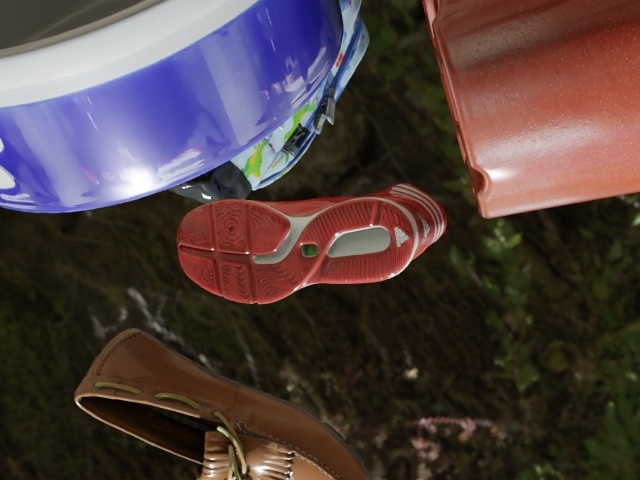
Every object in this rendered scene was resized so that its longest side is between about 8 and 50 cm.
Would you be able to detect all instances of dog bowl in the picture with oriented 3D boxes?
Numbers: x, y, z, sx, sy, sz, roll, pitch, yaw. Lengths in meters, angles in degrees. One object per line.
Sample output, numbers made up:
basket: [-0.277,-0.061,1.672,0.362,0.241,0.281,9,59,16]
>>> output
dog bowl: [-0.123,-0.138,0.663,0.265,0.104,0.265,-13,-142,10]

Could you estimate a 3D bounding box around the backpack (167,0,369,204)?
backpack: [-0.103,-0.218,1.316,0.290,0.273,0.355,19,-92,48]

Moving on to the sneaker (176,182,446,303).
sneaker: [0.000,0.000,0.901,0.221,0.087,0.128,2,-172,30]

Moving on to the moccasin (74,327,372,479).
moccasin: [-0.116,0.243,1.331,0.147,0.380,0.139,-58,178,-44]

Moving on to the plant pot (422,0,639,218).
plant pot: [0.229,-0.147,0.873,0.265,0.272,0.272,-15,-175,7]
